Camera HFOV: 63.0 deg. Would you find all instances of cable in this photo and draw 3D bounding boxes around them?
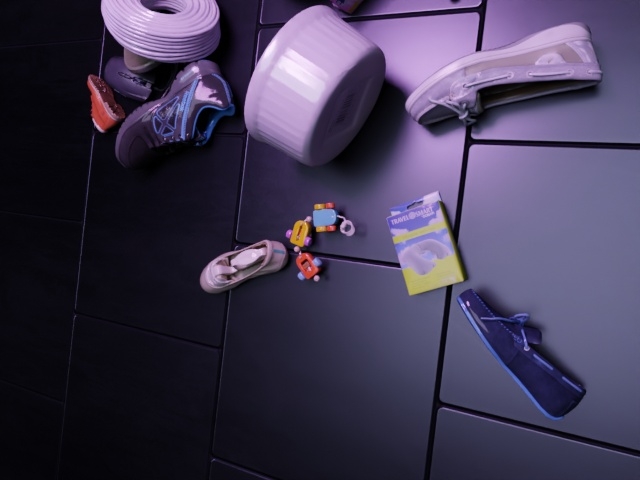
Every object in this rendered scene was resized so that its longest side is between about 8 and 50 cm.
[{"bbox_3d":[-0.350,-0.509,1.165,0.089,0.257,0.256,118,142,-52],"label":"cable"}]

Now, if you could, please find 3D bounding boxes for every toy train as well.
[{"bbox_3d":[0.000,0.000,1.085,0.166,0.046,0.125,-47,71,20],"label":"toy train"}]

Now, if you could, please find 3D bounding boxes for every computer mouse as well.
[{"bbox_3d":[-0.450,-0.436,1.307,0.262,0.060,0.184,32,103,23],"label":"computer mouse"}]

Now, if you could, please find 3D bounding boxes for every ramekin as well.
[{"bbox_3d":[0.001,-0.272,0.973,0.135,0.277,0.277,36,104,14],"label":"ramekin"}]

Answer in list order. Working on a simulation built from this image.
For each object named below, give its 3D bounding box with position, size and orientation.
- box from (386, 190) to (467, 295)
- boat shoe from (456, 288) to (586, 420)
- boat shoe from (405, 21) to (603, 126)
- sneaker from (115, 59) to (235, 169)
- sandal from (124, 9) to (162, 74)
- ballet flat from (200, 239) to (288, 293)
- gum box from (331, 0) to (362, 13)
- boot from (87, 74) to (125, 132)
[{"bbox_3d":[0.198,0.005,0.989,0.109,0.042,0.178,-20,81,24],"label":"box"},{"bbox_3d":[0.341,0.178,0.894,0.089,0.109,0.258,-41,88,12],"label":"boat shoe"},{"bbox_3d":[0.307,-0.266,0.907,0.321,0.118,0.102,-16,77,18],"label":"boat shoe"},{"bbox_3d":[-0.344,-0.262,1.214,0.341,0.125,0.139,-38,75,21],"label":"sneaker"},{"bbox_3d":[-0.444,-0.525,1.263,0.120,0.086,0.302,-20,67,12],"label":"sandal"},{"bbox_3d":[-0.189,0.057,1.152,0.249,0.086,0.086,-22,79,24],"label":"ballet flat"},{"bbox_3d":[0.075,-0.544,1.020,0.188,0.107,0.062,-43,71,25],"label":"gum box"},{"bbox_3d":[-0.583,-0.360,1.372,0.085,0.059,0.157,-36,75,25],"label":"boot"}]
